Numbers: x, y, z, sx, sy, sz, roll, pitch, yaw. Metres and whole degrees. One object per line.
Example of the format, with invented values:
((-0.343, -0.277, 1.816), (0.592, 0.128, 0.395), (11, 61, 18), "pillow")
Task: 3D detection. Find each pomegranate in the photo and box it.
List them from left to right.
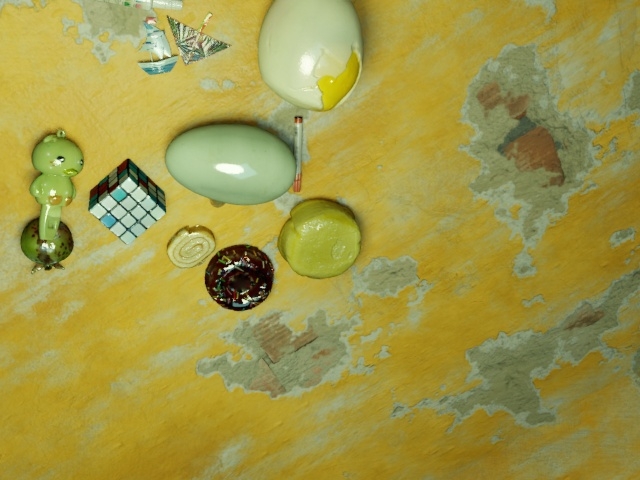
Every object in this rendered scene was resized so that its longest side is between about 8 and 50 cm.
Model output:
((-0.779, 0.019, 1.854), (0.148, 0.148, 0.169), (-5, 123, -13), "pomegranate")

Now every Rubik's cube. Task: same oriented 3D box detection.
((-0.547, -0.111, 1.845), (0.155, 0.151, 0.154), (-40, 121, 5), "Rubik's cube")

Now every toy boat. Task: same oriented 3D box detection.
((-0.434, -0.518, 1.749), (0.105, 0.034, 0.149), (9, 101, -17), "toy boat")

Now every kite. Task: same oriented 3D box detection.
((-0.336, -0.548, 1.766), (0.190, 0.010, 0.159), (18, 109, -24), "kite")

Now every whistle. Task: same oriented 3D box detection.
((-0.707, -0.151, 1.750), (0.141, 0.141, 0.294), (-2, 88, -15), "whistle")

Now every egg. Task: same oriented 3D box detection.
((-0.250, -0.217, 1.832), (0.371, 0.230, 0.230), (6, 114, -12), "egg")
((-0.024, -0.520, 1.716), (0.283, 0.283, 0.345), (2, 110, -17), "egg")

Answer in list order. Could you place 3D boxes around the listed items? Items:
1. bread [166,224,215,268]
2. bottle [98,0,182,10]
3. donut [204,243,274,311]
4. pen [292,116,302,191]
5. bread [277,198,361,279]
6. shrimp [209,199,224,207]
((-0.401, 0.018, 1.994), (0.149, 0.073, 0.122), (-39, 118, 5), "bread")
((-0.465, -0.623, 1.663), (0.217, 0.060, 0.060), (6, 114, -17), "bottle")
((-0.254, 0.128, 2.084), (0.235, 0.089, 0.235), (-6, 115, -13), "donut")
((-0.070, -0.260, 1.976), (0.028, 0.028, 0.239), (-4, 117, -14), "pen")
((0.000, 0.000, 2.060), (0.270, 0.148, 0.270), (-8, 122, -13), "bread")
((-0.307, -0.150, 1.968), (0.059, 0.023, 0.108), (-5, 117, -24), "shrimp")
